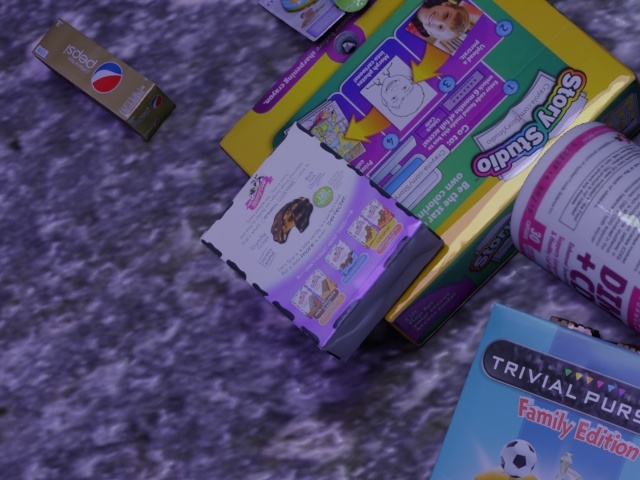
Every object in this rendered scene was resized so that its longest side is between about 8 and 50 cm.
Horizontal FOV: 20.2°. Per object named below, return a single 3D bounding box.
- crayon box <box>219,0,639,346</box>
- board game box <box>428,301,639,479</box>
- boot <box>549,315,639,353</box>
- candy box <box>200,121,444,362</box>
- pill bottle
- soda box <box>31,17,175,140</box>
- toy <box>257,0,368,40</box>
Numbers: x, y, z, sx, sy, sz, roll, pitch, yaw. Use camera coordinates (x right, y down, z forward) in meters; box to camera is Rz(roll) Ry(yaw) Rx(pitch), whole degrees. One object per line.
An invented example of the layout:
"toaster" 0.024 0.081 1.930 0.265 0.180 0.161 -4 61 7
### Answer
"crayon box" 0.122 -0.123 1.956 0.363 0.106 0.313 -45 61 2
"board game box" 0.233 0.260 1.740 0.254 0.079 0.336 19 88 27
"boot" 0.294 0.140 1.815 0.158 0.059 0.084 19 90 27
"candy box" 0.000 0.000 1.862 0.196 0.070 0.165 40 92 29
"pill bottle" 0.342 0.015 1.779 0.283 0.160 0.160 36 86 30
"soda box" -0.262 -0.195 2.166 0.181 0.061 0.058 36 86 30
"toy" -0.005 -0.311 2.046 0.137 0.056 0.237 -44 29 0
